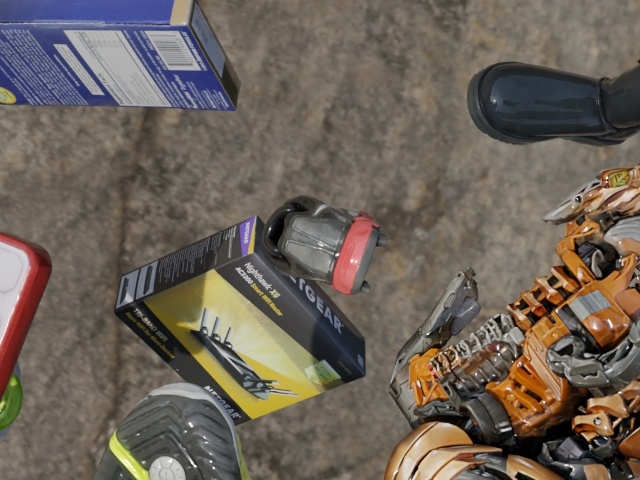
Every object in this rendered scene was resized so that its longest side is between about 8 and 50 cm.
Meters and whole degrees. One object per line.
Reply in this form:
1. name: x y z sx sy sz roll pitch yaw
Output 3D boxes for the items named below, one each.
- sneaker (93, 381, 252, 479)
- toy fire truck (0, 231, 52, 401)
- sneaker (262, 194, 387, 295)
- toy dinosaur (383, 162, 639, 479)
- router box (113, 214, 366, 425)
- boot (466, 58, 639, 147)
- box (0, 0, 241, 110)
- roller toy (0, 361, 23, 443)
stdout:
1. sneaker: -0.097 0.281 1.050 0.147 0.145 0.385 -54 143 -57
2. toy fire truck: -0.411 0.111 1.128 0.169 0.253 0.302 33 77 -74
3. sneaker: 0.000 0.000 1.420 0.276 0.135 0.098 -96 -155 -87
4. toy dinosaur: 0.104 0.125 0.525 0.164 0.218 0.322 7 108 -53
5. router box: -0.112 0.127 1.764 0.309 0.242 0.081 49 27 -35
6. boot: 0.311 -0.167 1.291 0.246 0.207 0.094 5 75 -31
7. box: -0.190 -0.151 0.968 0.136 0.225 0.037 62 33 -65
8. roller toy: -0.447 0.166 1.366 0.191 0.209 0.146 -41 168 0
